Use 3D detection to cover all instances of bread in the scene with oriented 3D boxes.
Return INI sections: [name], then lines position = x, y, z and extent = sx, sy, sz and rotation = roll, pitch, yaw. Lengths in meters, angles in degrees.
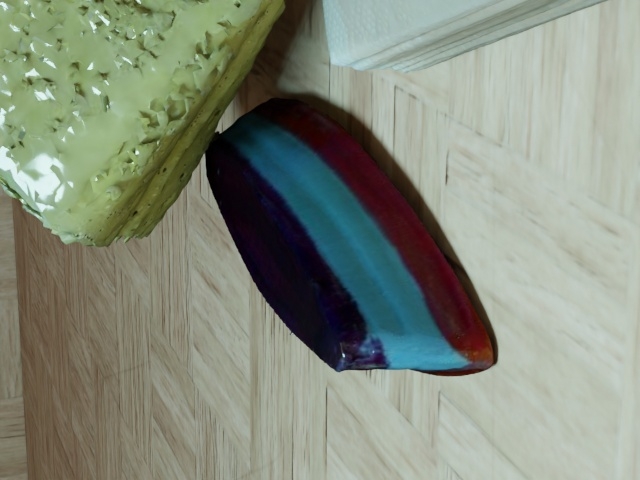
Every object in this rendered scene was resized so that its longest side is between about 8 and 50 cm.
[bread]
position = -0.135, -0.178, 1.019
extent = 0.248, 0.315, 0.279
rotation = 43, 176, 4

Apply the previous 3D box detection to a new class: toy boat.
[toy boat]
position = 0.000, 0.000, 0.962
extent = 0.392, 0.079, 0.136
rotation = -129, 36, -65

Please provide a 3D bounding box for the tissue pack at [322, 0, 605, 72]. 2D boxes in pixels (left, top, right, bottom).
[tissue pack]
position = 0.073, -0.176, 0.666
extent = 0.325, 0.071, 0.170
rotation = 176, 91, -73
